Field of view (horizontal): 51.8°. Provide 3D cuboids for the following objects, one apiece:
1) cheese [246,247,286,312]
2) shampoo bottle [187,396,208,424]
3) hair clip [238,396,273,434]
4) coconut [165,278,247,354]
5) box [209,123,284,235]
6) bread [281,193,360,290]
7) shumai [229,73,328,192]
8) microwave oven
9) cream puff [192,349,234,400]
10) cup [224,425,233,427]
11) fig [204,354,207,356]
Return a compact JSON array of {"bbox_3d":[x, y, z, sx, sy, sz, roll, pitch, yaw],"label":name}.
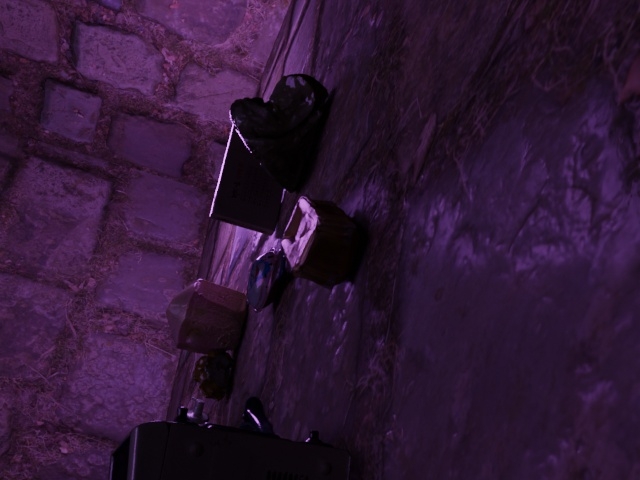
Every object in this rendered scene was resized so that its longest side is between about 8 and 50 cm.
[{"bbox_3d":[-0.135,0.093,1.738,0.286,0.074,0.189,137,145,-61],"label":"cheese"},{"bbox_3d":[-0.448,0.675,2.268,0.085,0.085,0.262,-148,75,-75],"label":"shampoo bottle"},{"bbox_3d":[-0.133,0.419,1.438,0.275,0.048,0.083,-167,97,-75],"label":"hair clip"},{"bbox_3d":[-0.372,0.247,2.112,0.233,0.245,0.233,-164,90,-75],"label":"coconut"},{"bbox_3d":[-0.209,-0.210,2.073,0.051,0.204,0.365,134,149,-61],"label":"box"},{"bbox_3d":[0.000,0.000,1.263,0.241,0.107,0.136,-130,59,-72],"label":"bread"},{"bbox_3d":[-0.073,-0.317,1.821,0.263,0.304,0.309,-36,21,8],"label":"shumai"},{"bbox_3d":[-0.169,0.412,1.004,0.394,0.333,0.247,134,145,-59],"label":"microwave oven"},{"bbox_3d":[-0.338,0.422,2.045,0.156,0.121,0.156,-164,90,-76],"label":"cream puff"},{"bbox_3d":[-0.270,0.546,1.800,0.075,0.054,0.083,-96,24,-53],"label":"cup"},{"bbox_3d":[-0.367,0.444,2.192,0.093,0.093,0.166,-113,44,-68],"label":"fig"}]
